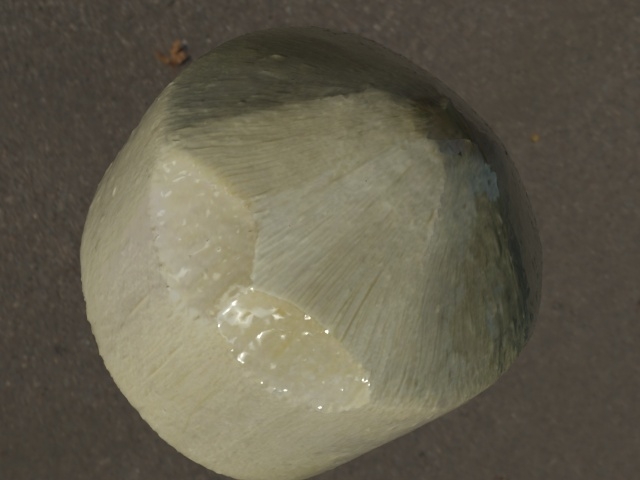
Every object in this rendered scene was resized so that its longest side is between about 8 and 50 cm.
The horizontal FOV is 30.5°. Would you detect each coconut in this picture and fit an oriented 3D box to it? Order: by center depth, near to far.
[{"bbox_3d":[0.000,0.000,0.652,0.237,0.237,0.266,8,153,-33],"label":"coconut"}]
